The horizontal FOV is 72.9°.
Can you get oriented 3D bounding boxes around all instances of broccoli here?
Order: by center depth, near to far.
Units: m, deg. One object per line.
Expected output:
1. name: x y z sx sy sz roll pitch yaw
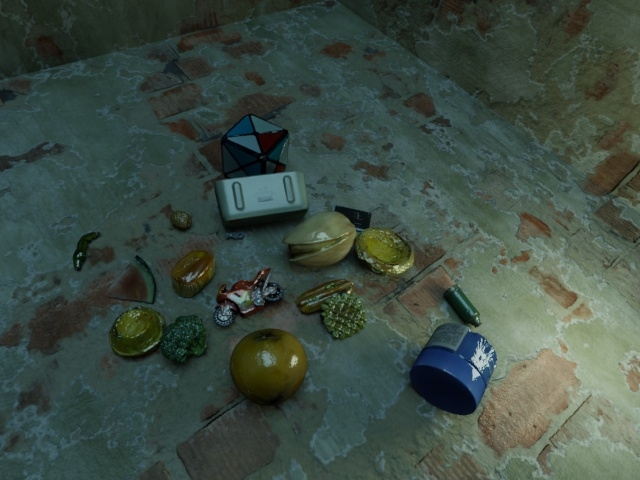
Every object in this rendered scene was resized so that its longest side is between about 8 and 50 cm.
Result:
1. broccoli: -0.489 0.349 1.556 0.195 0.156 0.195 -25 40 22

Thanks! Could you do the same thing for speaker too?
1. speaker: -0.258 -0.181 1.946 0.405 0.183 0.184 -9 79 -14

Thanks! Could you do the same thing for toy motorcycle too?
1. toy motorcycle: -0.296 0.219 1.709 0.298 0.089 0.171 -24 59 -24

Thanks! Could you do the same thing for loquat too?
1. loquat: -0.175 0.420 1.474 0.262 0.263 0.263 4 53 -5

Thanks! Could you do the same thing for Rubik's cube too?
1. Rubik's cube: -0.314 -0.418 2.091 0.248 0.246 0.250 25 54 11

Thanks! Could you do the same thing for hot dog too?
1. hot dog: 0.022 0.220 1.766 0.249 0.068 0.100 -19 59 -20

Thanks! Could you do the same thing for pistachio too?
1. pistachio: 0.000 0.000 1.836 0.320 0.238 0.229 -18 98 -12

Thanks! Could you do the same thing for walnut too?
1. walnut: -0.615 -0.093 1.912 0.096 0.083 0.079 33 28 18

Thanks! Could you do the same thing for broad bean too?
1. broad bean: -0.979 0.033 1.785 0.061 0.046 0.195 9 51 2

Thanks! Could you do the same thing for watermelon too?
1. watermelon: -0.727 0.170 1.719 0.202 0.136 0.207 -27 86 17

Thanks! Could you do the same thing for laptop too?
1. laptop: 0.149 -0.102 2.062 0.180 0.016 0.129 12 52 3

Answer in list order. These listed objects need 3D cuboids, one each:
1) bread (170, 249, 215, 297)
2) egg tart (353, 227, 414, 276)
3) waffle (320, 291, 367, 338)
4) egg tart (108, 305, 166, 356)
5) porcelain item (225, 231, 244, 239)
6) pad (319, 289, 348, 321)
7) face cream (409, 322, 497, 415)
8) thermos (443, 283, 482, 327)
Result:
1. bread: -0.511 0.125 1.744 0.132 0.114 0.190 24 48 13
2. egg tart: 0.269 0.062 1.896 0.290 0.107 0.291 11 44 -10
3. waffle: 0.094 0.291 1.708 0.183 0.036 0.169 -19 81 -24
4. egg tart: -0.672 0.322 1.581 0.212 0.090 0.213 2 50 -3
5. porcelain item: -0.377 -0.022 1.919 0.083 0.028 0.036 -4 51 -13
6. pad: 0.080 0.284 1.726 0.112 0.003 0.157 44 66 -3
7. face cream: 0.475 0.449 1.542 0.249 0.249 0.225 33 55 16
8. thermos: 0.597 0.279 1.805 0.073 0.083 0.188 -31 62 -2
